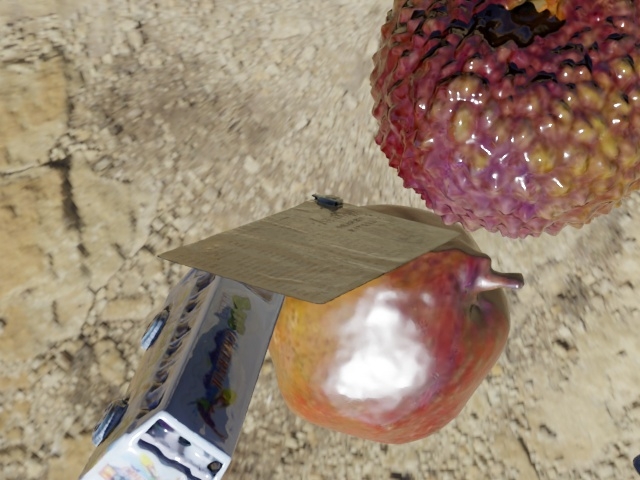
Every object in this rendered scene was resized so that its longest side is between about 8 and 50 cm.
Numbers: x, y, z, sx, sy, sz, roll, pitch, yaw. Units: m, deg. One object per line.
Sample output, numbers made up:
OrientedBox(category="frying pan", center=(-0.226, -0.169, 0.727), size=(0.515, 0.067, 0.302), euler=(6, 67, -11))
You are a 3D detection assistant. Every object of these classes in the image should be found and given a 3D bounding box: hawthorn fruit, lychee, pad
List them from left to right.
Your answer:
OrientedBox(category="pad", center=(0.000, 0.001, 1.052), size=(0.160, 0.265, 0.009), euler=(15, 110, 27))
OrientedBox(category="hawthorn fruit", center=(0.078, 0.100, 1.499), size=(0.308, 0.325, 0.308), euler=(1, 71, -4))
OrientedBox(category="lychee", center=(0.160, -0.110, 0.940), size=(0.271, 0.271, 0.271), euler=(1, 102, 4))

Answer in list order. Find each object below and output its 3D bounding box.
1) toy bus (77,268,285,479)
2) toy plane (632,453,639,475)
OrientedBox(category="toy bus", center=(-0.116, 0.123, 1.138), size=(0.109, 0.329, 0.136), euler=(35, 118, -11))
OrientedBox(category="toy plane", center=(0.192, 0.085, 0.346), size=(0.088, 0.212, 0.267), euler=(57, 142, 0))
